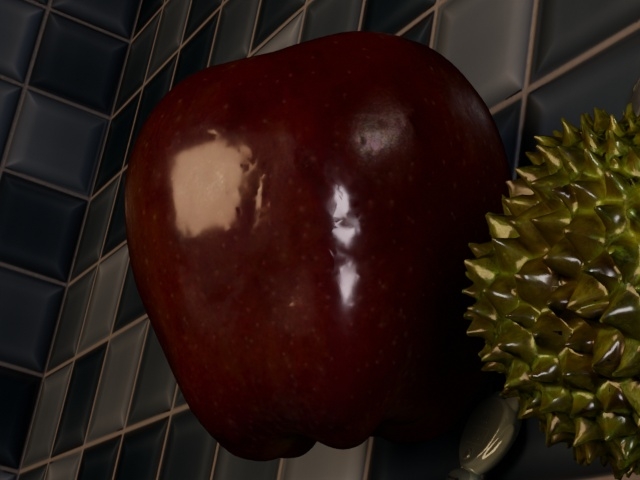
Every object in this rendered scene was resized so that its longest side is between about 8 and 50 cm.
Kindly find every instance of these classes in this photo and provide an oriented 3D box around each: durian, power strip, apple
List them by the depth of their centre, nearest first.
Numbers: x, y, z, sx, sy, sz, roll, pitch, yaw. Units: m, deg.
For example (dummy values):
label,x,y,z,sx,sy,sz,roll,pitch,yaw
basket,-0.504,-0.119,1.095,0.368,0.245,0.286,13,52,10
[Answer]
label,x,y,z,sx,sy,sz,roll,pitch,yaw
durian,0.180,0.025,0.656,0.237,0.177,0.200,-5,86,53
power strip,0.118,0.146,0.871,0.083,0.035,0.055,-61,21,-14
apple,0.000,0.000,0.927,0.288,0.288,0.316,-25,67,59

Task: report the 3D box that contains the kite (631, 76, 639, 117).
label,x,y,z,sx,sy,sz,roll,pitch,yaw
kite,0.262,-0.097,0.757,0.245,0.015,0.141,16,88,70
